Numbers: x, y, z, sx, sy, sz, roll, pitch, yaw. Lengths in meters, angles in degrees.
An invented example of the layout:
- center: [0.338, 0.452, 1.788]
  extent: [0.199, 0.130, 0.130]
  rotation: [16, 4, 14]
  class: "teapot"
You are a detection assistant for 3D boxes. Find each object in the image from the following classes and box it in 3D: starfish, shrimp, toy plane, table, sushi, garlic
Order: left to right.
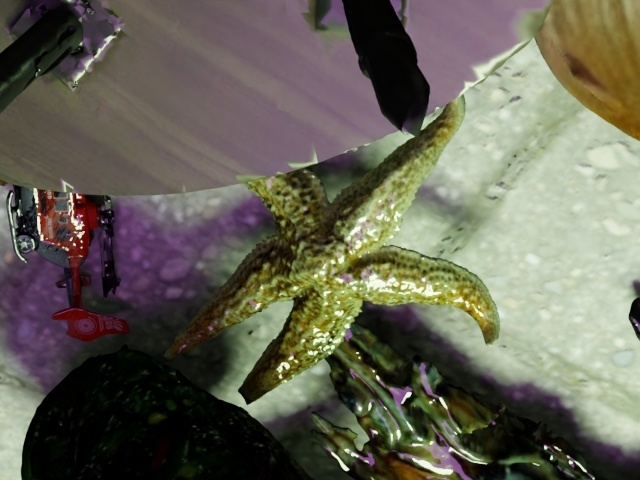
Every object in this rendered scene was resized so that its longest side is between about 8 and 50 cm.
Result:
- center: [-0.141, -0.001, 0.902]
  extent: [0.060, 0.037, 0.145]
  rotation: [-5, 123, -3]
  class: "toy plane"
- center: [-0.096, -0.098, 0.625]
  extent: [0.317, 0.249, 0.317]
  rotation: [4, 112, 11]
  class: "table"
- center: [-0.087, 0.140, 0.898]
  extent: [0.124, 0.225, 0.127]
  rotation: [-48, 121, -10]
  class: "sushi"
- center: [0.000, 0.000, 0.863]
  extent: [0.217, 0.050, 0.223]
  rotation: [41, 105, 1]
  class: "starfish"
- center: [0.167, 0.117, 0.945]
  extent: [0.365, 0.071, 0.233]
  rotation: [37, 111, -15]
  class: "shrimp"
- center: [0.152, -0.140, 0.704]
  extent: [0.091, 0.128, 0.198]
  rotation: [-12, 123, -25]
  class: "garlic"

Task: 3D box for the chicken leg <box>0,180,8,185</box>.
- center: [-0.230, -0.098, 0.819]
  extent: [0.196, 0.080, 0.125]
  rotation: [26, 136, -22]
  class: "chicken leg"
